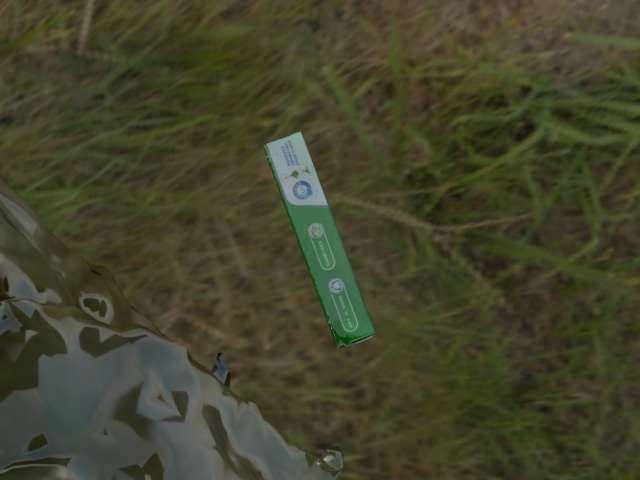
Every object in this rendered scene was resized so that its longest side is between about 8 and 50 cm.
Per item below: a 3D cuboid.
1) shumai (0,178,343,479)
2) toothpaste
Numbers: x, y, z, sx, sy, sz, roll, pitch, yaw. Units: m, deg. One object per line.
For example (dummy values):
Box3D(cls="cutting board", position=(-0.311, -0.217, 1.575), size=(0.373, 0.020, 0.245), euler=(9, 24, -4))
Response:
Box3D(cls="shumai", position=(-0.137, 0.099, 0.334), size=(0.346, 0.283, 0.217), euler=(38, 101, 2))
Box3D(cls="toothpaste", position=(0.000, 0.000, 0.689), size=(0.017, 0.020, 0.083), euler=(-20, 86, 3))
